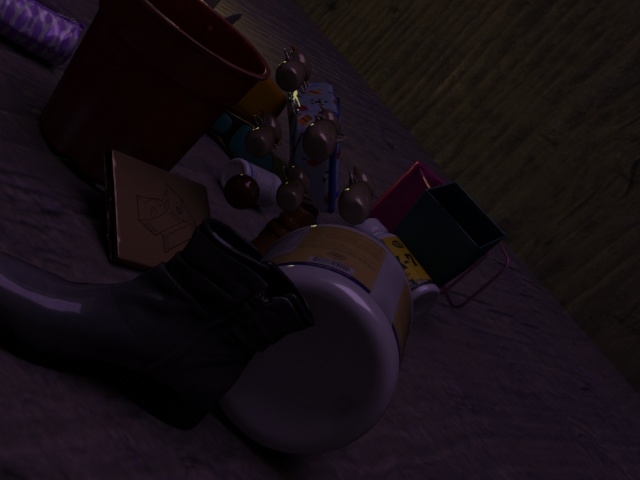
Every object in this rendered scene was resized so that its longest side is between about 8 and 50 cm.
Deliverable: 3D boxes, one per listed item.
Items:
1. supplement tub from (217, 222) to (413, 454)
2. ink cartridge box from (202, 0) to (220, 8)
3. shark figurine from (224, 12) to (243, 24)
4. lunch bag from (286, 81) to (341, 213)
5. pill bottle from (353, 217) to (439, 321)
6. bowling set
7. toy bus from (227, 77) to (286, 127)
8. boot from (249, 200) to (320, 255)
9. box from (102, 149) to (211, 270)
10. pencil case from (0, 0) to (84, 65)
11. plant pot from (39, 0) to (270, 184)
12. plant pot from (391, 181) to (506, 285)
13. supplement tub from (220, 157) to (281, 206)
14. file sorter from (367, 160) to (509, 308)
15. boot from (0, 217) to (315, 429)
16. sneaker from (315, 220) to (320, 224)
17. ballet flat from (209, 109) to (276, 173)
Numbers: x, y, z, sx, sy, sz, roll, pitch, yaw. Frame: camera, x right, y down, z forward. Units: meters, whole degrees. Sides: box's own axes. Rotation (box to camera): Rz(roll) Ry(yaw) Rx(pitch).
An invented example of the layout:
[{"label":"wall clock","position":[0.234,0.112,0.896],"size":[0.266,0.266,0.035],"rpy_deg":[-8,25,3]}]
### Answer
[{"label":"supplement tub","position":[-0.001,0.112,1.253],"size":[0.241,0.241,0.331],"rpy_deg":[44,17,-2]},{"label":"ink cartridge box","position":[-0.327,-0.497,1.954],"size":[0.160,0.219,0.093],"rpy_deg":[51,19,20]},{"label":"shark figurine","position":[-0.329,-0.537,2.121],"size":[0.278,0.116,0.166],"rpy_deg":[26,14,30]},{"label":"lunch bag","position":[-0.013,-0.198,2.004],"size":[0.115,0.243,0.303],"rpy_deg":[-1,27,0]},{"label":"pill bottle","position":[0.136,0.062,1.893],"size":[0.208,0.119,0.119],"rpy_deg":[53,19,27]},{"label":"bowling set","position":[-0.054,-0.135,1.419],"size":[0.154,0.200,0.287],"rpy_deg":[-69,137,-68]},{"label":"toy bus","position":[-0.172,-0.324,1.960],"size":[0.130,0.108,0.333],"rpy_deg":[35,-2,24]},{"label":"boot","position":[-0.080,0.003,1.474],"size":[0.073,0.152,0.197],"rpy_deg":[45,17,0]},{"label":"box","position":[-0.225,-0.028,1.326],"size":[0.201,0.021,0.164],"rpy_deg":[21,55,-52]},{"label":"pencil case","position":[-0.485,-0.363,1.509],"size":[0.206,0.088,0.086],"rpy_deg":[27,23,-43]},{"label":"plant pot","position":[-0.262,-0.228,1.386],"size":[0.272,0.265,0.272],"rpy_deg":[37,17,-13]},{"label":"plant pot","position":[0.238,0.018,2.008],"size":[0.165,0.234,0.165],"rpy_deg":[50,29,14]},{"label":"supplement tub","position":[-0.131,-0.108,1.757],"size":[0.107,0.071,0.071],"rpy_deg":[22,28,-52]},{"label":"file sorter","position":[0.281,-0.003,2.235],"size":[0.291,0.202,0.182],"rpy_deg":[35,21,-29]},{"label":"boot","position":[-0.186,0.050,1.001],"size":[0.338,0.223,0.118],"rpy_deg":[33,21,-34]},{"label":"sneaker","position":[-0.037,0.010,1.680],"size":[0.090,0.081,0.232],"rpy_deg":[39,18,-43]},{"label":"ballet flat","position":[-0.176,-0.222,1.913],"size":[0.232,0.080,0.073],"rpy_deg":[45,6,-1]}]
